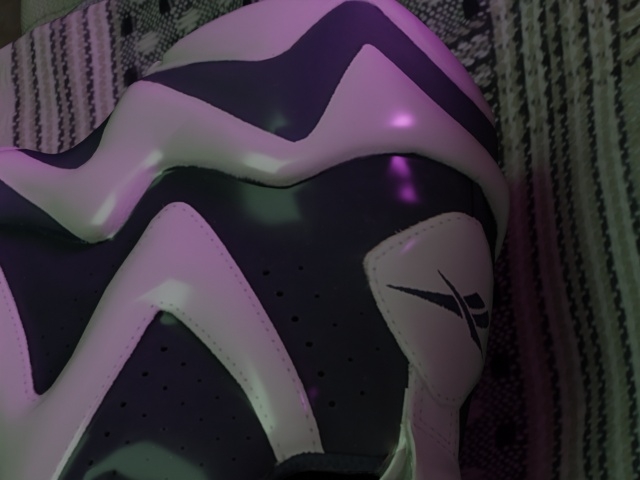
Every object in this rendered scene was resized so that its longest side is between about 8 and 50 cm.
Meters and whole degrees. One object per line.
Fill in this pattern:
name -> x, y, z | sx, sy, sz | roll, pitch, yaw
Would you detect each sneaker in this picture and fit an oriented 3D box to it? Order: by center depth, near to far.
sneaker -> -0.061, 0.060, 0.380 | 0.235, 0.094, 0.153 | -22, 46, 22

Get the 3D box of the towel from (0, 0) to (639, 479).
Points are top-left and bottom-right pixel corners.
towel -> 0.000, 0.000, 0.451 | 0.312, 0.056, 0.324 | -24, 52, 36
